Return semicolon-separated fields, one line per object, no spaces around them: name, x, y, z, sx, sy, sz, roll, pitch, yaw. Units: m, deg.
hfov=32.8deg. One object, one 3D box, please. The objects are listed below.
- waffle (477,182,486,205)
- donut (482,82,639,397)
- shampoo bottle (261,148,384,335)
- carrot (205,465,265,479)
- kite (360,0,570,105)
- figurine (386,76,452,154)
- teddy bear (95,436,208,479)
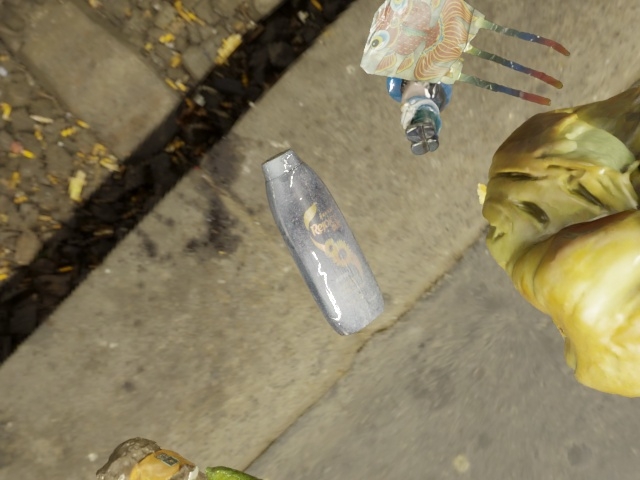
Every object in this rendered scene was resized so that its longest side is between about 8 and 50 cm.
waffle;0.253;-0.047;1.568;0.191;0.125;0.032;35;94;-32
donut;0.296;-0.032;0.842;0.360;0.360;0.170;-26;113;8
shampoo bottle;0.000;0.000;1.328;0.087;0.049;0.233;-34;102;-35
carrot;-0.019;0.432;1.653;0.359;0.074;0.074;26;91;11
kite;0.155;-0.211;1.161;0.229;0.016;0.127;21;90;23
figurine;0.134;-0.171;1.367;0.079;0.077;0.136;-20;39;6
teddy bear;-0.271;0.401;1.794;0.190;0.177;0.140;26;121;23
